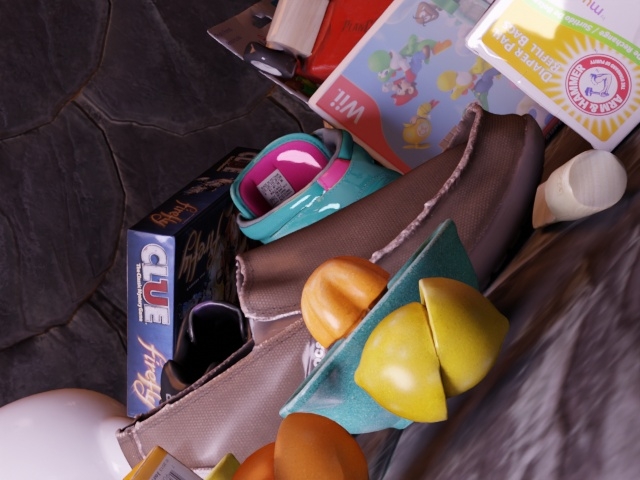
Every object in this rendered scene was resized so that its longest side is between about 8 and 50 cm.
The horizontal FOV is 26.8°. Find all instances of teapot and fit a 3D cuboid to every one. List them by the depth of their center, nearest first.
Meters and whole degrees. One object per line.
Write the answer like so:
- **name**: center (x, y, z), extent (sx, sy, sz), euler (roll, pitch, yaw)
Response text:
- **teapot**: center (-0.219, 0.266, 1.122), extent (0.252, 0.187, 0.256), euler (-27, -34, -24)

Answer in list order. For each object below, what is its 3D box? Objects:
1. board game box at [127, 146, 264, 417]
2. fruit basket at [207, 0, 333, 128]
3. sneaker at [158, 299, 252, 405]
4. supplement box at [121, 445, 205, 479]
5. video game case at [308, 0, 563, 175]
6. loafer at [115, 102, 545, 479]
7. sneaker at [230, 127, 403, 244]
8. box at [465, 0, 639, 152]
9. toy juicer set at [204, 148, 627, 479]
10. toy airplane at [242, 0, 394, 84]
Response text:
- **board game box**: center (-0.098, 0.031, 1.159), extent (0.243, 0.042, 0.165), euler (-49, -35, -63)
- **fruit basket**: center (0.051, -0.209, 1.745), extent (0.165, 0.353, 0.327), euler (-50, 0, 23)
- **sneaker**: center (-0.056, 0.091, 1.052), extent (0.107, 0.124, 0.283), euler (-5, 19, 9)
- **supplement box**: center (-0.046, 0.134, 0.544), extent (0.036, 0.098, 0.062), euler (-55, 5, -38)
- **video game case**: center (0.147, -0.172, 1.155), extent (0.285, 0.204, 0.025), euler (-50, -32, 1)
- **loafer**: center (0.004, 0.041, 0.865), extent (0.366, 0.130, 0.134), euler (-50, 1, -7)
- **sneaker**: center (0.000, 0.000, 1.156), extent (0.124, 0.178, 0.295), euler (-50, 1, -26)
- **box**: center (0.194, -0.167, 0.778), extent (0.203, 0.114, 0.103), euler (-49, 2, 30)
- **toy juicer set**: center (0.039, 0.033, 0.663), extent (0.329, 0.089, 0.209), euler (-47, -3, -22)
- **toy airplane**: center (0.133, -0.185, 1.389), extent (0.386, 0.272, 0.384), euler (-39, 44, 28)
